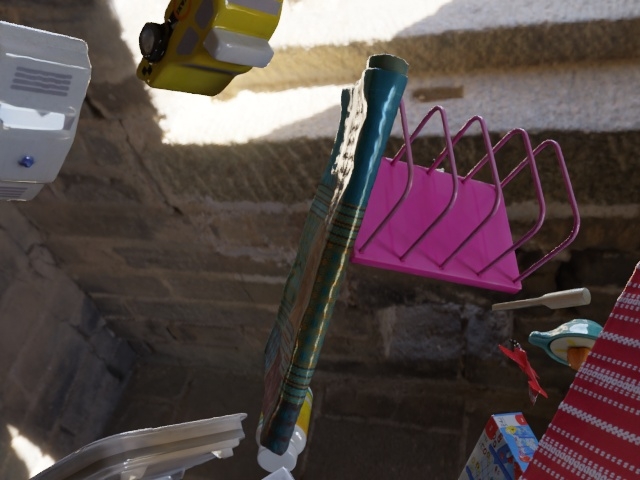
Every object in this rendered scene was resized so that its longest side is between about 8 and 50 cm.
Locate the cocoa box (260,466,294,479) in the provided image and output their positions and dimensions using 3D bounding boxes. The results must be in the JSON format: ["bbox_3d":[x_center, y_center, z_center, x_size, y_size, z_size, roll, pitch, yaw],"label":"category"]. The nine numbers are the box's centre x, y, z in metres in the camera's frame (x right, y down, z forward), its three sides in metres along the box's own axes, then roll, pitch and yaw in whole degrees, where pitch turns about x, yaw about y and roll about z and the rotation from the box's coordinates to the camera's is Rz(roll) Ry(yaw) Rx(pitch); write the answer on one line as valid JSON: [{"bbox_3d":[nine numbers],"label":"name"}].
[{"bbox_3d":[-0.098,0.682,1.383,0.228,0.347,0.231,-26,50,-17],"label":"cocoa box"}]

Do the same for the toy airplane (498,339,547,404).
[{"bbox_3d":[0.419,0.264,1.372,0.028,0.151,0.151,-36,43,26],"label":"toy airplane"}]

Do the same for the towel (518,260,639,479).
[{"bbox_3d":[0.216,0.111,0.393,0.031,0.199,0.274,35,82,-13],"label":"towel"}]

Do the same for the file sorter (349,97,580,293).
[{"bbox_3d":[0.206,-0.071,1.005,0.291,0.182,0.202,11,55,-19],"label":"file sorter"}]

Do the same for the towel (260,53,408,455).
[{"bbox_3d":[0.000,0.000,0.712,0.040,0.271,0.370,17,96,-6],"label":"towel"}]

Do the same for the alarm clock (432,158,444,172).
[{"bbox_3d":[0.215,-0.062,1.297,0.064,0.129,0.192,-5,36,9],"label":"alarm clock"}]

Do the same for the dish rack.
[{"bbox_3d":[-0.312,0.400,1.208,0.286,0.333,0.072,-34,66,33],"label":"dish rack"}]

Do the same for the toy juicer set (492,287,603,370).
[{"bbox_3d":[0.499,0.185,1.220,0.329,0.209,0.089,28,59,-11],"label":"toy juicer set"}]

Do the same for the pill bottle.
[{"bbox_3d":[-0.086,0.428,1.561,0.118,0.117,0.208,-3,33,9],"label":"pill bottle"}]

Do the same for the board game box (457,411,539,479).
[{"bbox_3d":[0.455,0.627,1.596,0.086,0.308,0.302,1,36,-18],"label":"board game box"}]

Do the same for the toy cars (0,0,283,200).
[{"bbox_3d":[-0.174,-0.139,0.595,0.394,0.176,0.087,-30,63,-3],"label":"toy cars"}]
